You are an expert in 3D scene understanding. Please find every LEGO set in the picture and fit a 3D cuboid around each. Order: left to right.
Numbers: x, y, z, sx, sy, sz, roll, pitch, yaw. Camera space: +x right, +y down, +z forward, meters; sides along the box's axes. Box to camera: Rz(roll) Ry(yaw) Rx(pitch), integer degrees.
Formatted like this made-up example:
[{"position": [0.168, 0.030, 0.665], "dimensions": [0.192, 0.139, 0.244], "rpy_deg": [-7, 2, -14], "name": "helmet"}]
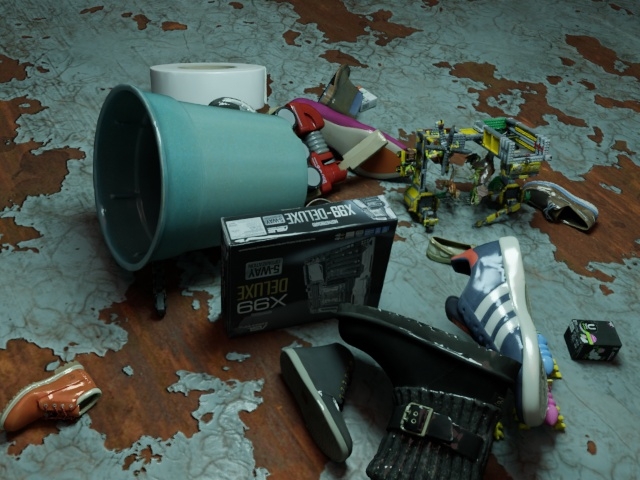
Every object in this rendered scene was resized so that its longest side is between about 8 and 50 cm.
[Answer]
[{"position": [0.349, -0.139, 1.516], "dimensions": [0.331, 0.255, 0.192], "rpy_deg": [1, 26, -18], "name": "LEGO set"}]

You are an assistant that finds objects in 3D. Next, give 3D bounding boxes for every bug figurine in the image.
[{"position": [0.319, 0.245, 1.226], "dimensions": [0.278, 0.072, 0.216], "rpy_deg": [-2, 43, -10], "name": "bug figurine"}]

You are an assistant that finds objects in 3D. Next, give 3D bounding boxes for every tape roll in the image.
[{"position": [-0.279, -0.385, 1.730], "dimensions": [0.286, 0.100, 0.286], "rpy_deg": [0, 18, 0], "name": "tape roll"}]

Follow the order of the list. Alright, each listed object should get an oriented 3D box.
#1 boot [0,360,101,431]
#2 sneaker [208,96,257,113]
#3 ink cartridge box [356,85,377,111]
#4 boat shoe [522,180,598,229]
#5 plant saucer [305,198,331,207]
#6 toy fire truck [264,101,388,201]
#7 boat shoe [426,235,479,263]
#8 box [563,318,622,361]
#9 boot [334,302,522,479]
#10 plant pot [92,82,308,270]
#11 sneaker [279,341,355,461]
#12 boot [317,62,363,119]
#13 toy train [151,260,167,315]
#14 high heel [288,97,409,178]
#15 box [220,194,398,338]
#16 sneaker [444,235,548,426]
[{"position": [-0.432, 0.265, 1.111], "dimensions": [0.084, 0.059, 0.158], "rpy_deg": [38, 49, 23], "name": "boot"}, {"position": [-0.165, -0.232, 1.607], "dimensions": [0.228, 0.086, 0.132], "rpy_deg": [29, 41, -38], "name": "sneaker"}, {"position": [0.097, -0.404, 1.932], "dimensions": [0.062, 0.029, 0.115], "rpy_deg": [-27, 53, -31], "name": "ink cartridge box"}, {"position": [0.556, -0.081, 1.618], "dimensions": [0.183, 0.066, 0.066], "rpy_deg": [24, 46, 17], "name": "boat shoe"}, {"position": [0.000, 0.000, 1.405], "dimensions": [0.029, 0.169, 0.168], "rpy_deg": [-7, 30, 38], "name": "plant saucer"}, {"position": [0.005, -0.217, 1.578], "dimensions": [0.246, 0.158, 0.217], "rpy_deg": [-20, 85, -37], "name": "toy fire truck"}, {"position": [0.305, 0.025, 1.480], "dimensions": [0.152, 0.048, 0.056], "rpy_deg": [13, 43, 6], "name": "boat shoe"}, {"position": [0.521, 0.191, 1.327], "dimensions": [0.083, 0.052, 0.062], "rpy_deg": [4, 44, -5], "name": "box"}, {"position": [0.126, 0.257, 1.104], "dimensions": [0.347, 0.131, 0.260], "rpy_deg": [18, 84, 40], "name": "boot"}, {"position": [-0.226, -0.124, 1.360], "dimensions": [0.334, 0.341, 0.341], "rpy_deg": [-4, 41, -36], "name": "plant pot"}, {"position": [0.027, 0.258, 1.164], "dimensions": [0.118, 0.083, 0.222], "rpy_deg": [-10, 48, -26], "name": "sneaker"}, {"position": [0.067, -0.397, 1.875], "dimensions": [0.106, 0.082, 0.219], "rpy_deg": [33, 44, -7], "name": "boot"}, {"position": [-0.312, 0.083, 1.340], "dimensions": [0.027, 0.036, 0.158], "rpy_deg": [-3, 45, -13], "name": "toy train"}, {"position": [0.078, -0.272, 1.724], "dimensions": [0.377, 0.127, 0.181], "rpy_deg": [23, 37, 10], "name": "high heel"}, {"position": [-0.029, 0.049, 1.265], "dimensions": [0.307, 0.243, 0.077], "rpy_deg": [-9, 45, -18], "name": "box"}, {"position": [0.296, 0.157, 1.191], "dimensions": [0.148, 0.131, 0.350], "rpy_deg": [-12, 48, 16], "name": "sneaker"}]
